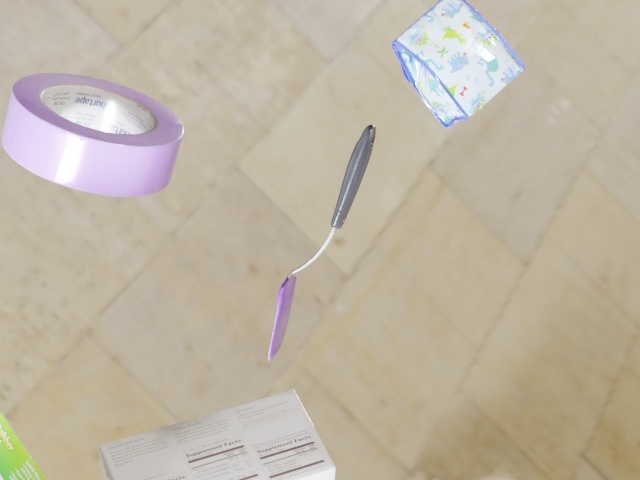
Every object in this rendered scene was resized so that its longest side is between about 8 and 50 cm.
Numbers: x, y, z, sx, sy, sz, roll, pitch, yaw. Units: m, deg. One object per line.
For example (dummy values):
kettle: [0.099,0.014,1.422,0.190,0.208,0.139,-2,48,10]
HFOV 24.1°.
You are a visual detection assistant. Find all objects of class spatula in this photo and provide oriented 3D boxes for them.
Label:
spatula: [0.000,0.000,1.732,0.296,0.030,0.084,-63,175,13]

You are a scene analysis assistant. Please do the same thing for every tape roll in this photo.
tape roll: [-0.358,-0.170,2.361,0.275,0.274,0.090,-61,170,-66]

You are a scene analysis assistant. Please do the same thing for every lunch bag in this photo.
lunch bag: [0.188,-0.257,2.115,0.129,0.151,0.096,-42,-170,-20]

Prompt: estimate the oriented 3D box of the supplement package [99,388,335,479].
supplement package: [-0.129,0.336,1.888,0.261,0.145,0.204,-14,135,-17]

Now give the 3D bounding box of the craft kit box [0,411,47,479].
craft kit box: [-0.498,0.319,1.931,0.246,0.250,0.061,-33,-178,-16]
